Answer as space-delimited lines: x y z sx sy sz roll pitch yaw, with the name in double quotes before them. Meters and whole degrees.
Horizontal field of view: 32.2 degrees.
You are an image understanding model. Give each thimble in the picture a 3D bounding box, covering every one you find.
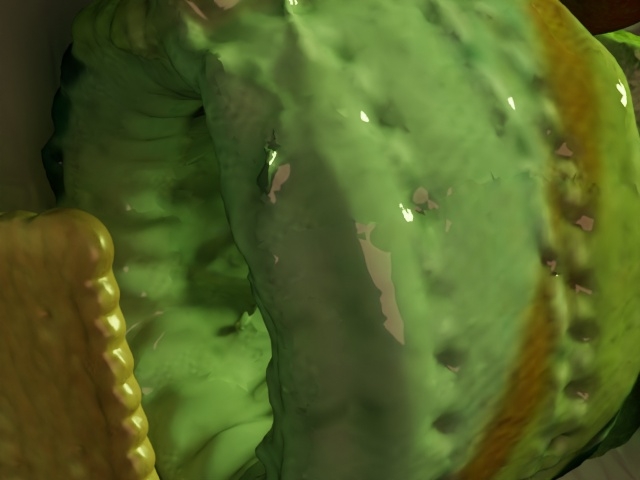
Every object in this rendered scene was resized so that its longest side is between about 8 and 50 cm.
"thimble" 0.000 0.000 0.467 0.167 0.254 0.288 -18 132 -29

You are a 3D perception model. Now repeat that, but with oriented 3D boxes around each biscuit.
"biscuit" -0.141 0.103 0.492 0.030 0.160 0.250 -50 135 -62

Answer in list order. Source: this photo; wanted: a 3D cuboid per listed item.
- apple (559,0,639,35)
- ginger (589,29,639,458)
"apple" 0.134 -0.203 0.557 0.181 0.181 0.168 33 85 -36
"ginger" 0.178 0.002 0.704 0.137 0.089 0.290 -36 127 -41
